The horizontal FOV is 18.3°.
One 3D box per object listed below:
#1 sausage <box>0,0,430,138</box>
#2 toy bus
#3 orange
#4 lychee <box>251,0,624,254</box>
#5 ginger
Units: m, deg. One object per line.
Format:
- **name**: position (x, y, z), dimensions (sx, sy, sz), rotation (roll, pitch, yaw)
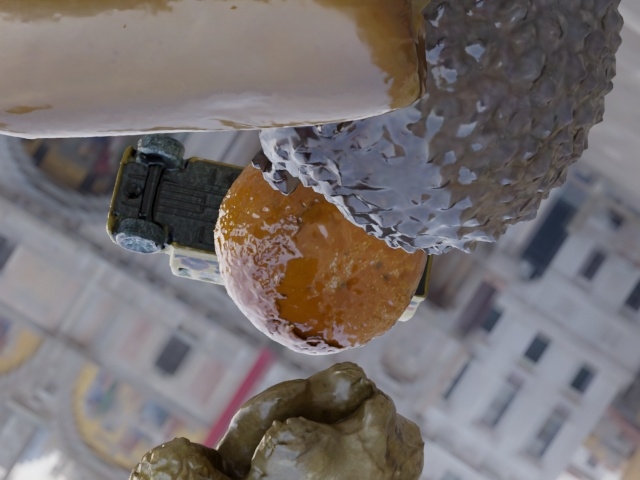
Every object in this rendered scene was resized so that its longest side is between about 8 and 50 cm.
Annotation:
- **sausage**: position (-0.105, -0.110, 1.050), dimensions (0.328, 0.112, 0.112), rotation (-2, 178, 10)
- **toy bus**: position (-0.051, -0.008, 2.077), dimensions (0.335, 0.121, 0.123), rotation (11, 156, -3)
- **orange**: position (0.000, 0.000, 1.722), dimensions (0.193, 0.193, 0.161), rotation (30, -175, -35)
- **lychee**: position (0.065, -0.136, 1.359), dimensions (0.300, 0.300, 0.300), rotation (33, -176, -3)
- **ginger**: position (-0.075, 0.255, 1.553), dimensions (0.166, 0.375, 0.236), rotation (33, 174, 18)
